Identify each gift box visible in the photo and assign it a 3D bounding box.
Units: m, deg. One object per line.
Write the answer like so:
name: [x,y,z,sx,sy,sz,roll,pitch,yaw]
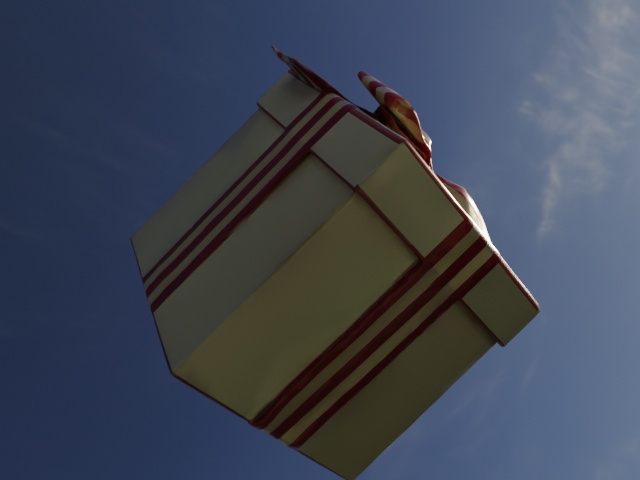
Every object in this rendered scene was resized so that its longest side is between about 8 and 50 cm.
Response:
gift box: [0.000,0.000,0.570,0.258,0.276,0.255,-44,-50,3]
